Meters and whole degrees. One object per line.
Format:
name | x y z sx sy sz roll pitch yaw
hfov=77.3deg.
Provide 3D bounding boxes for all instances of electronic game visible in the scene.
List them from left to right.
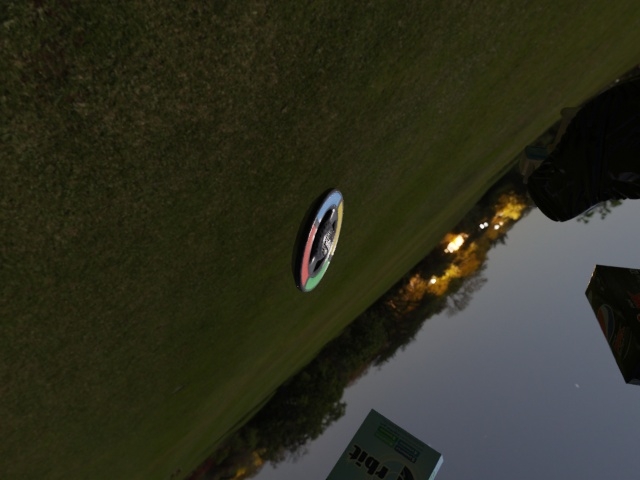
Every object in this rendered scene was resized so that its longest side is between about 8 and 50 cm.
electronic game | 0.000 0.000 0.850 0.229 0.048 0.229 18 90 -74

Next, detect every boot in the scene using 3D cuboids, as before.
boot | 0.331 -0.115 0.365 0.207 0.094 0.246 -31 167 0

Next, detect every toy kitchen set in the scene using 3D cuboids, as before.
toy kitchen set | 0.421 -0.150 0.651 0.207 0.122 0.166 -61 158 -52

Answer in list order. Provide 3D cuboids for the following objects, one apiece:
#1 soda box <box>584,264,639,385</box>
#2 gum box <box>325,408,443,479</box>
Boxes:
soda box | 0.385 0.099 0.492 0.169 0.060 0.053 -61 153 -56
gum box | 0.112 0.437 0.743 0.184 0.157 0.041 -47 138 -25
